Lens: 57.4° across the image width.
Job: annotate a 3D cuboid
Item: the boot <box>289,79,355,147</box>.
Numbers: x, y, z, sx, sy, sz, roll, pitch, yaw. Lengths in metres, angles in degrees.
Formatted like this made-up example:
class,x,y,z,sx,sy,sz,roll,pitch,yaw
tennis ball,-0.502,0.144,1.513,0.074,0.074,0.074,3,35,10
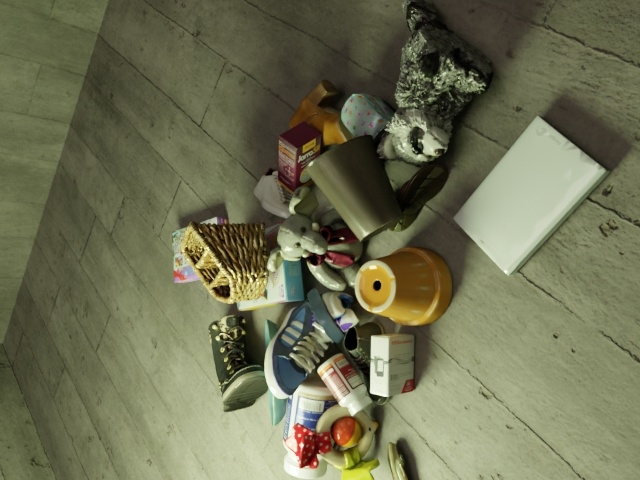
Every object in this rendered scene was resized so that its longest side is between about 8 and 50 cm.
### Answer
class,x,y,z,sx,sy,sz,roll,pitch,yaw
boot,0.019,-0.308,1.744,0.211,0.104,0.295,-48,61,43

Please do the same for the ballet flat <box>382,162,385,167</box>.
class,x,y,z,sx,sy,sz,roll,pitch,yaw
ballet flat,0.111,-0.196,1.667,0.188,0.070,0.070,14,97,45

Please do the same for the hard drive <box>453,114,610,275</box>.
class,x,y,z,sx,sy,sz,roll,pitch,yaw
hard drive,0.466,-0.099,1.328,0.307,0.040,0.203,-55,53,26

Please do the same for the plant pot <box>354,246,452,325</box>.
class,x,y,z,sx,sy,sz,roll,pitch,yaw
plant pot,0.194,0.116,1.467,0.205,0.188,0.205,-4,84,43

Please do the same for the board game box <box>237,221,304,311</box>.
class,x,y,z,sx,sy,sz,roll,pitch,yaw
board game box,-0.175,0.091,1.866,0.316,0.064,0.242,-17,75,53

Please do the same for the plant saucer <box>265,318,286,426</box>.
class,x,y,z,sx,sy,sz,roll,pitch,yaw
plant saucer,-0.135,0.394,1.758,0.317,0.043,0.317,176,90,-82

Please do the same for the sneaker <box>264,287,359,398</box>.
class,x,y,z,sx,sy,sz,roll,pitch,yaw
sneaker,-0.009,0.267,1.602,0.236,0.130,0.323,-25,27,31

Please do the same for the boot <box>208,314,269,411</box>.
class,x,y,z,sx,sy,sz,roll,pitch,yaw
boot,-0.271,0.376,1.868,0.377,0.138,0.284,114,144,-61

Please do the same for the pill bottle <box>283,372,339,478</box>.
class,x,y,z,sx,sy,sz,roll,pitch,yaw
pill bottle,-0.027,0.528,1.670,0.153,0.153,0.265,12,95,43

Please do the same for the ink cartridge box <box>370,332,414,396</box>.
class,x,y,z,sx,sy,sz,roll,pitch,yaw
ink cartridge box,0.187,0.318,1.513,0.063,0.109,0.150,-2,86,46

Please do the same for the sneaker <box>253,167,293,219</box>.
class,x,y,z,sx,sy,sz,roll,pitch,yaw
sneaker,-0.126,-0.152,1.823,0.290,0.106,0.123,44,112,52

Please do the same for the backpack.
class,x,y,z,sx,sy,sz,roll,pitch,yaw
backpack,0.145,-0.324,1.595,0.152,0.115,0.182,-49,61,27

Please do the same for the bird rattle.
class,x,y,z,sx,sy,sz,roll,pitch,yaw
bird rattle,0.044,0.536,1.570,0.207,0.253,0.143,-60,6,-13

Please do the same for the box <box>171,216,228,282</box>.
class,x,y,z,sx,sy,sz,roll,pitch,yaw
box,-0.447,0.041,2.172,0.293,0.057,0.201,-13,77,42

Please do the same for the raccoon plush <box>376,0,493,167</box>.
class,x,y,z,sx,sy,sz,roll,pitch,yaw
raccoon plush,0.260,-0.391,1.501,0.446,0.216,0.299,-90,25,-46

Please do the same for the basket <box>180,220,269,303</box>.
class,x,y,z,sx,sy,sz,roll,pitch,yaw
basket,-0.292,0.079,1.725,0.299,0.223,0.213,146,121,-66

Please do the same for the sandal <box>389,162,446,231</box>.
class,x,y,z,sx,sy,sz,roll,pitch,yaw
sandal,0.242,-0.117,1.528,0.219,0.090,0.060,-60,29,31

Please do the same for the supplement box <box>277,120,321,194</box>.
class,x,y,z,sx,sy,sz,roll,pitch,yaw
supplement box,-0.064,-0.243,1.733,0.081,0.104,0.188,40,148,25

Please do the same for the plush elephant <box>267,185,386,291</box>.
class,x,y,z,sx,sy,sz,roll,pitch,yaw
plush elephant,0.000,0.000,1.613,0.330,0.255,0.272,22,102,42

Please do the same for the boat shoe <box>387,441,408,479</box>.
class,x,y,z,sx,sy,sz,roll,pitch,yaw
boat shoe,0.209,0.600,1.518,0.056,0.048,0.153,87,170,-68

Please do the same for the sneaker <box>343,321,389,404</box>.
class,x,y,z,sx,sy,sz,roll,pitch,yaw
sneaker,0.120,0.333,1.569,0.083,0.118,0.222,-18,75,41

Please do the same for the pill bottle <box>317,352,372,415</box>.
class,x,y,z,sx,sy,sz,roll,pitch,yaw
pill bottle,0.066,0.383,1.548,0.086,0.086,0.152,-48,67,30

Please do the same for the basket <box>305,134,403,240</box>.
class,x,y,z,sx,sy,sz,roll,pitch,yaw
basket,0.103,-0.126,1.485,0.227,0.204,0.154,61,157,8
